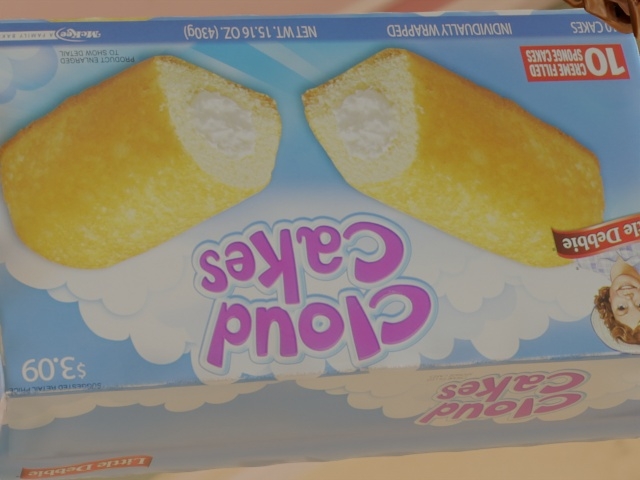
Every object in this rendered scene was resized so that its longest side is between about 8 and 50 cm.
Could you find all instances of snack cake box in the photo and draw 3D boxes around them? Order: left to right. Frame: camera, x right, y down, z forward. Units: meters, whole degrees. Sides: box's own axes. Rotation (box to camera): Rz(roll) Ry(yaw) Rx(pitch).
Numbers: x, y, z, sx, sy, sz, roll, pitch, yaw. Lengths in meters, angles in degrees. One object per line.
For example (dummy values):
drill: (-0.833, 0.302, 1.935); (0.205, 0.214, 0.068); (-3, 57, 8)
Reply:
snack cake box: (0.000, 0.000, 0.747); (0.264, 0.089, 0.152); (-3, -118, -16)

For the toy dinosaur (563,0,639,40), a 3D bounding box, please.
toy dinosaur: (0.144, -0.070, 0.433); (0.322, 0.218, 0.164); (-8, -143, 31)
